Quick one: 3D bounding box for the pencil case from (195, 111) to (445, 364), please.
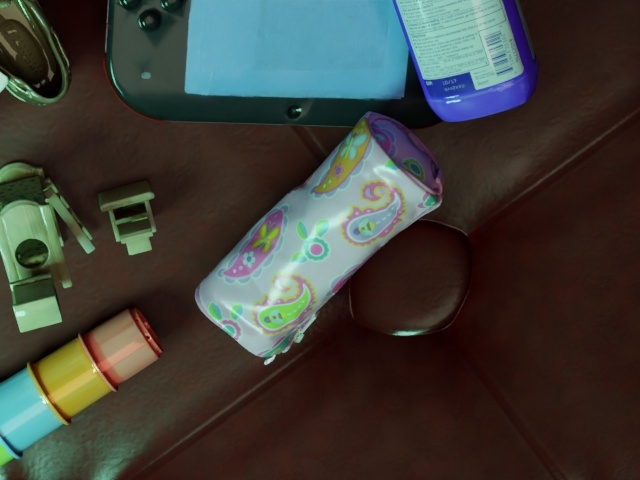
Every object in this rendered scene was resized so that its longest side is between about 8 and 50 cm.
[{"bbox_3d":[0.000,0.000,1.724,0.124,0.124,0.284,35,112,-25],"label":"pencil case"}]

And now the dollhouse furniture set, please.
[{"bbox_3d":[-0.235,-0.013,1.650,0.161,0.182,0.101,-15,116,-7],"label":"dollhouse furniture set"}]

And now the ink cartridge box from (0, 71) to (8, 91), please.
[{"bbox_3d":[-0.389,-0.125,1.614,0.104,0.061,0.181,40,102,-14],"label":"ink cartridge box"}]

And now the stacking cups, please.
[{"bbox_3d":[-0.315,0.173,1.762,0.316,0.096,0.096,-35,117,0],"label":"stacking cups"}]

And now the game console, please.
[{"bbox_3d":[-0.016,-0.281,1.661,0.387,0.060,0.342,1,113,-15],"label":"game console"}]

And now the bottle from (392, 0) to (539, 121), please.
[{"bbox_3d":[0.122,-0.257,1.625,0.118,0.092,0.282,-14,115,17],"label":"bottle"}]

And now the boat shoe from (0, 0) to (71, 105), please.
[{"bbox_3d":[-0.316,-0.233,1.578,0.095,0.095,0.257,-42,118,-3],"label":"boat shoe"}]
